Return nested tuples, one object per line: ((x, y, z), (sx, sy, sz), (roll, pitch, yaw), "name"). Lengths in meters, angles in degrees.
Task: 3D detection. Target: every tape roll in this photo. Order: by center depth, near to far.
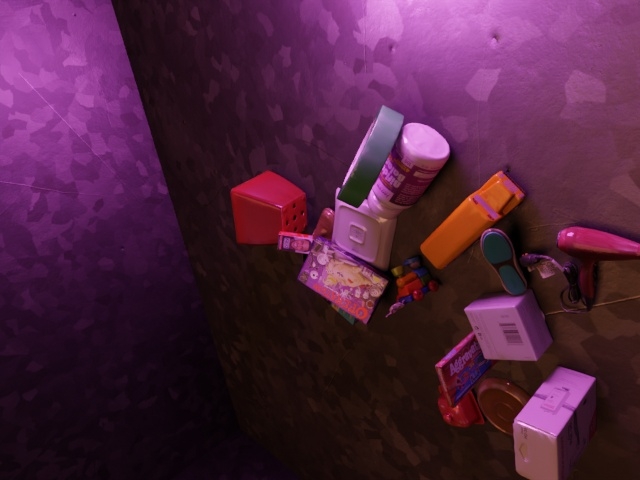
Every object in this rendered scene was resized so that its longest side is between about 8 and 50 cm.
((0.153, -0.259, 1.428), (0.077, 0.321, 0.321), (25, 138, -2), "tape roll")

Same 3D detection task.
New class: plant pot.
((0.647, 0.589, 1.585), (0.236, 0.032, 0.236), (29, 133, 38), "plant pot")
((-0.204, -0.124, 2.008), (0.236, 0.267, 0.267), (16, 124, 28), "plant pot")

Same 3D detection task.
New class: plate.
((0.152, -0.033, 1.762), (0.277, 0.045, 0.277), (26, 130, 29), "plate")

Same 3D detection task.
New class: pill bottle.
((0.263, -0.206, 1.445), (0.169, 0.169, 0.301), (49, 141, 18), "pill bottle")

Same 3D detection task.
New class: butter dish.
((0.506, 0.641, 1.714), (0.160, 0.118, 0.159), (-19, 97, 53), "butter dish")

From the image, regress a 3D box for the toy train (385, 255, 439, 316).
((0.285, 0.152, 1.576), (0.105, 0.248, 0.143), (-30, 83, 54), "toy train")

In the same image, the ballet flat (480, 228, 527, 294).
((0.529, 0.050, 1.321), (0.086, 0.086, 0.248), (2, 130, 50), "ballet flat")

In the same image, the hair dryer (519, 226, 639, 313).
((0.698, 0.062, 1.188), (0.223, 0.080, 0.293), (45, 149, 2), "hair dryer")

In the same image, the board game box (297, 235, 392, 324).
((0.088, 0.154, 1.816), (0.347, 0.056, 0.208), (31, 113, 21), "board game box")

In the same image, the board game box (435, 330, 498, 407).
((0.476, 0.392, 1.460), (0.027, 0.281, 0.144), (-9, 104, 52), "board game box")

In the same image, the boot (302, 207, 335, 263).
((0.000, 0.000, 1.937), (0.112, 0.115, 0.305), (42, 137, 30), "boot")

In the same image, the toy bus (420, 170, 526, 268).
((0.444, -0.053, 1.352), (0.108, 0.130, 0.332), (52, 142, 15), "toy bus")

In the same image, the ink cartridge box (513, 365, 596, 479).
((0.676, 0.530, 1.301), (0.117, 0.283, 0.207), (11, 120, 47), "ink cartridge box")

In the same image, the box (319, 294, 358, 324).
((0.086, 0.257, 2.033), (0.244, 0.060, 0.100), (38, 137, 29), "box")

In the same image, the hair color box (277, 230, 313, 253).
((-0.105, 0.009, 1.892), (0.141, 0.043, 0.071), (7, 109, -2), "hair color box")

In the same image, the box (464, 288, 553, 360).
((0.574, 0.259, 1.396), (0.182, 0.119, 0.180), (-18, 97, 54), "box")
